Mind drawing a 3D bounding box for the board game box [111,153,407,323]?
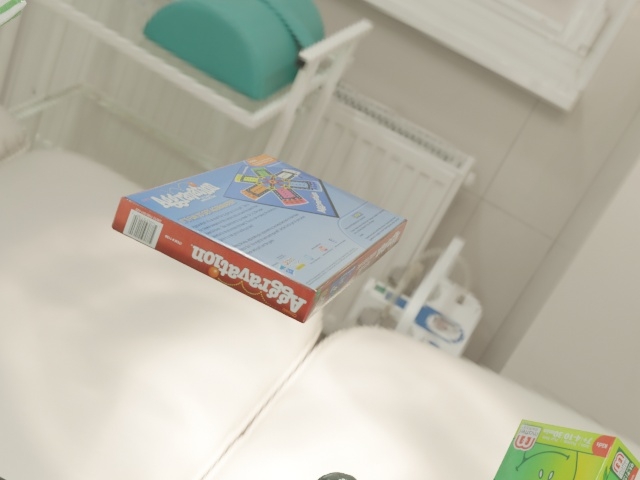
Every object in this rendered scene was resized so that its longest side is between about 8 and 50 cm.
[{"bbox_3d":[-0.031,-0.013,0.801,0.145,0.027,0.281,27,17,10],"label":"board game box"}]

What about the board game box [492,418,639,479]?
[{"bbox_3d":[0.161,0.229,0.797,0.043,0.092,0.181,47,63,-31],"label":"board game box"}]

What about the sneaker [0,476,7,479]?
[{"bbox_3d":[-0.471,0.280,1.177,0.286,0.130,0.109,17,65,-19],"label":"sneaker"}]

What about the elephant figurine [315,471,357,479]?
[{"bbox_3d":[0.002,0.375,1.301,0.239,0.186,0.169,46,-16,-32],"label":"elephant figurine"}]

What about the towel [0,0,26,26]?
[{"bbox_3d":[-0.567,-0.371,1.363,0.325,0.038,0.248,43,39,-11],"label":"towel"}]
